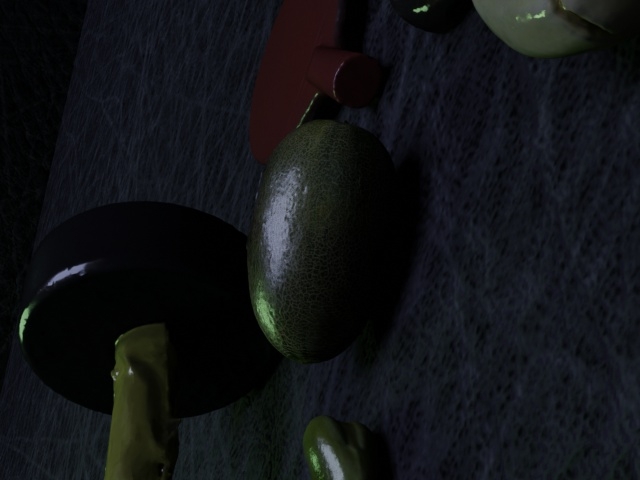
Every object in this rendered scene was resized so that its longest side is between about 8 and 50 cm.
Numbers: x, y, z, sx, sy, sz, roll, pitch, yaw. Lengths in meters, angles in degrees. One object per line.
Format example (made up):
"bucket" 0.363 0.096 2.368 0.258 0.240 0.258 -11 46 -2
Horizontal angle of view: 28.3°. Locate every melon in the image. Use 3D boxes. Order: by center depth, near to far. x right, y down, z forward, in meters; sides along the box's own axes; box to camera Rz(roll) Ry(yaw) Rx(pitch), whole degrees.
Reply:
"melon" 0.000 0.000 0.827 0.099 0.099 0.162 169 113 -70

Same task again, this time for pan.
"pan" 0.079 -0.232 0.882 0.115 0.040 0.212 -53 28 37

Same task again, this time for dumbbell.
"dumbbell" -0.131 0.149 0.915 0.204 0.203 0.322 123 155 -42

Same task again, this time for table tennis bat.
"table tennis bat" -0.010 -0.152 1.074 0.310 0.038 0.200 -136 63 -70

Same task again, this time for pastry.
"pastry" 0.131 -0.157 0.587 0.156 0.092 0.156 -165 90 -75

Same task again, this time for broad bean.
"broad bean" 0.013 0.144 0.756 0.063 0.045 0.083 129 143 -53
